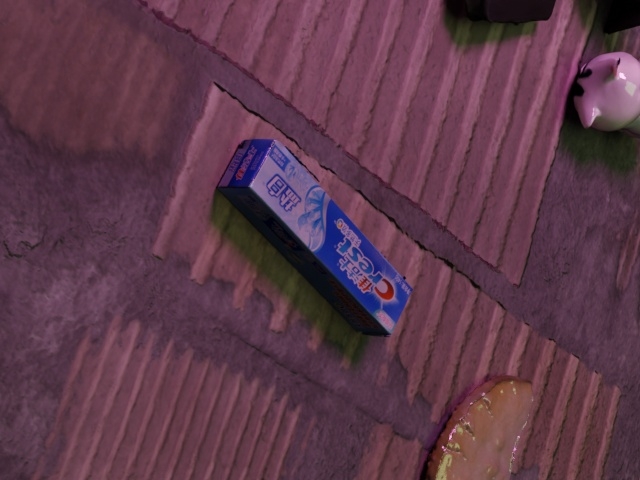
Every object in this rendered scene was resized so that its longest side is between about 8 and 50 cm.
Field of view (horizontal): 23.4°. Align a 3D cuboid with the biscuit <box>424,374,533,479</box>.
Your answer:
[{"bbox_3d":[0.176,0.272,1.818,0.141,0.038,0.290,40,63,-41],"label":"biscuit"}]

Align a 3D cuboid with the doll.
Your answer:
[{"bbox_3d":[0.397,-0.189,1.999,0.180,0.107,0.110,5,109,-42],"label":"doll"}]

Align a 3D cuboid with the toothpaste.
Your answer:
[{"bbox_3d":[0.000,0.000,1.604,0.272,0.053,0.066,47,58,-38],"label":"toothpaste"}]

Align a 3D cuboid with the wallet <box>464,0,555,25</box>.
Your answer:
[{"bbox_3d":[0.260,-0.427,1.787,0.197,0.051,0.378,-13,121,-52],"label":"wallet"}]

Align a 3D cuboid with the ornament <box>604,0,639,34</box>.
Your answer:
[{"bbox_3d":[0.374,-0.383,1.956,0.196,0.166,0.153,25,71,-30],"label":"ornament"}]
